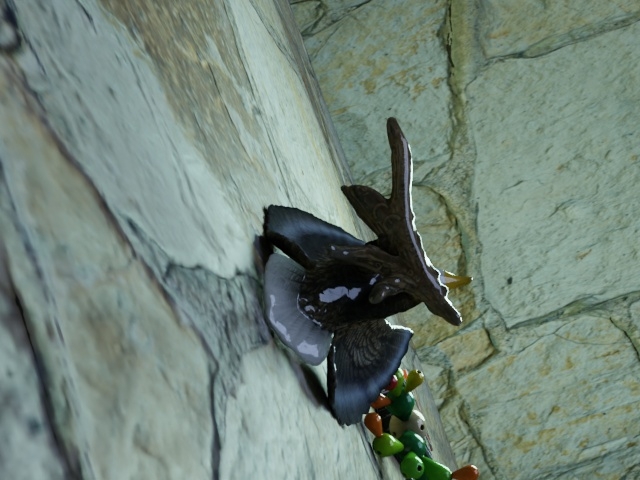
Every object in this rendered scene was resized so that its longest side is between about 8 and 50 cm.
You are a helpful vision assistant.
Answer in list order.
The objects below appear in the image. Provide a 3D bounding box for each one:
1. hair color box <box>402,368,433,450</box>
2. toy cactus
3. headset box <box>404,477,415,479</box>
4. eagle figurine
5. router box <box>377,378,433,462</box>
[{"bbox_3d":[0.143,0.284,1.581,0.141,0.043,0.072,-101,168,-62],"label":"hair color box"},{"bbox_3d":[0.121,0.246,1.223,0.219,0.112,0.180,63,7,-9],"label":"toy cactus"},{"bbox_3d":[0.052,0.219,0.770,0.062,0.083,0.032,57,13,-68],"label":"headset box"},{"bbox_3d":[0.039,0.052,0.955,0.226,0.225,0.298,-65,-169,-21],"label":"eagle figurine"},{"bbox_3d":[0.118,0.259,1.418,0.179,0.046,0.133,60,12,-57],"label":"router box"}]
